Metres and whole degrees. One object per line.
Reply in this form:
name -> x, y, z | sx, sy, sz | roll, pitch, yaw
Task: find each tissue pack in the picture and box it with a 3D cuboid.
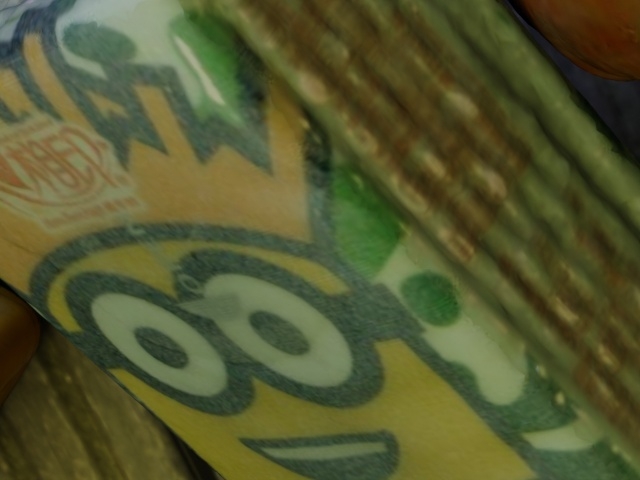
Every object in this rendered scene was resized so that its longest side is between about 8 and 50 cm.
tissue pack -> 0.000, 0.000, 0.672 | 0.311, 0.128, 0.228 | 45, 147, -24

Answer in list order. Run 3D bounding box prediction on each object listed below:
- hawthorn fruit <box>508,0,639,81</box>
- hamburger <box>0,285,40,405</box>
hawthorn fruit -> 0.125, -0.137, 0.612 | 0.149, 0.149, 0.189 | -15, 75, 36
hamburger -> -0.261, 0.081, 0.884 | 0.170, 0.246, 0.246 | 34, 128, -3
